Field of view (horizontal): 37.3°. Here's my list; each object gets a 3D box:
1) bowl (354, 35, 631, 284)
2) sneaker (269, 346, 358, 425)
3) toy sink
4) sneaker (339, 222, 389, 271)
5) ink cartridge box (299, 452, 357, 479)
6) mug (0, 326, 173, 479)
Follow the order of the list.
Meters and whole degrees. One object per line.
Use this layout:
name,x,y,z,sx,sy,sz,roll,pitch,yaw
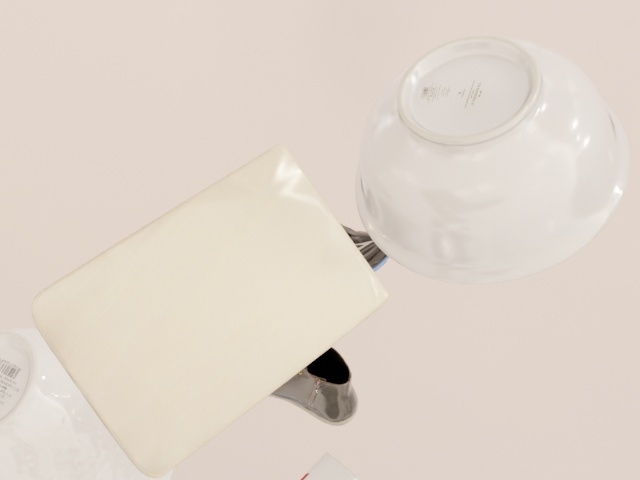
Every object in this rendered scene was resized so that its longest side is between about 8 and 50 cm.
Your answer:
bowl,0.162,-0.113,0.973,0.297,0.298,0.134,-4,-37,17
sneaker,-0.048,0.162,1.286,0.222,0.083,0.118,21,-33,16
toy sink,-0.093,0.059,0.736,0.153,0.234,0.131,54,-27,0
sneaker,0.000,0.000,1.159,0.188,0.067,0.078,8,-46,22
ink cartridge box,-0.013,0.363,1.266,0.056,0.099,0.135,35,-43,18
mug,-0.450,0.263,1.503,0.374,0.276,0.328,32,-14,35
